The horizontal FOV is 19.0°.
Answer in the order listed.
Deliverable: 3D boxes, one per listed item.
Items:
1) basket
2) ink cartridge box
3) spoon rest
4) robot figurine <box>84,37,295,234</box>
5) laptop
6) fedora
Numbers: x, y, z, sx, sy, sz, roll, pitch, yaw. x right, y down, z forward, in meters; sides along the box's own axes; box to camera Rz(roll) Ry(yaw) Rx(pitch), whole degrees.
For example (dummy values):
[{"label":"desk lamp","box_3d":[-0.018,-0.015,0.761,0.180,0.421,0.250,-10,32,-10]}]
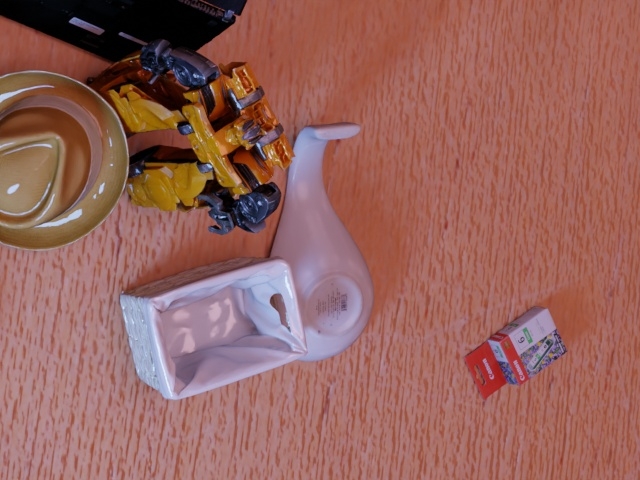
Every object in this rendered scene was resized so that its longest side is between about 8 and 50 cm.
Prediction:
[{"label":"basket","box_3d":[-0.115,0.087,2.009,0.167,0.103,0.113,-17,101,-25]},{"label":"ink cartridge box","box_3d":[0.228,0.133,2.232,0.115,0.029,0.063,-33,108,-22]},{"label":"spoon rest","box_3d":[0.000,0.000,2.089,0.137,0.084,0.276,-6,109,-26]},{"label":"robot figurine","box_3d":[-0.131,-0.108,1.881,0.085,0.291,0.211,-36,110,-28]},{"label":"laptop","box_3d":[-0.189,-0.299,1.887,0.234,0.264,0.136,22,62,-27]},{"label":"fedora","box_3d":[-0.285,-0.071,1.879,0.194,0.079,0.194,2,109,5]}]
